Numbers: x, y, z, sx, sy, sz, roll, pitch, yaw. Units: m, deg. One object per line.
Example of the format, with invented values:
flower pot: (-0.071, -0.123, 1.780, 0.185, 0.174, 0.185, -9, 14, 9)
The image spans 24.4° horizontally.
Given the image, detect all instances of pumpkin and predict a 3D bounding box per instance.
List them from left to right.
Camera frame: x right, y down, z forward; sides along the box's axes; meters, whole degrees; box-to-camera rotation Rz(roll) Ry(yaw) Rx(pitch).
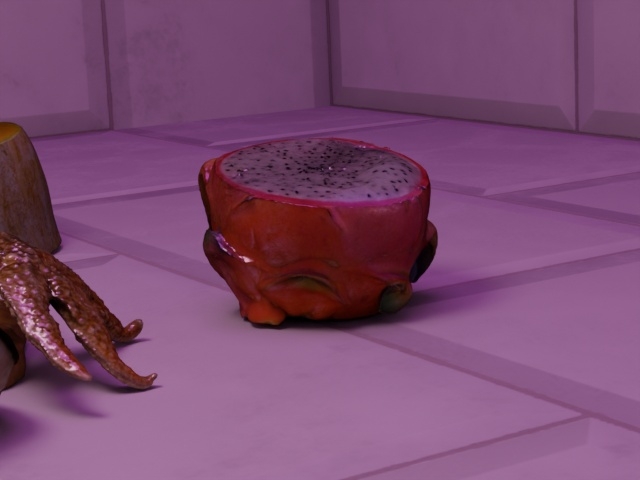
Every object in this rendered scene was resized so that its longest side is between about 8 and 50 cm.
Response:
pumpkin: (-0.552, -0.067, 2.181, 0.332, 0.199, 0.332, -2, 8, 0)

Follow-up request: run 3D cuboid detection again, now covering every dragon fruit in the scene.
dragon fruit: (0.000, 0.000, 1.763, 0.291, 0.189, 0.290, -1, 19, 0)

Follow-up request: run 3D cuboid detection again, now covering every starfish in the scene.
starfish: (-0.314, 0.050, 1.527, 0.327, 0.094, 0.375, 19, 11, -21)

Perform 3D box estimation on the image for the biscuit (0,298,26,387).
biscuit: (-0.510, 0.110, 1.590, 0.385, 0.062, 0.365, -5, 12, -12)

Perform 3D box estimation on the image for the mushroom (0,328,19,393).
mushroom: (-0.400, 0.108, 1.304, 0.189, 0.164, 0.267, 18, -26, 23)
